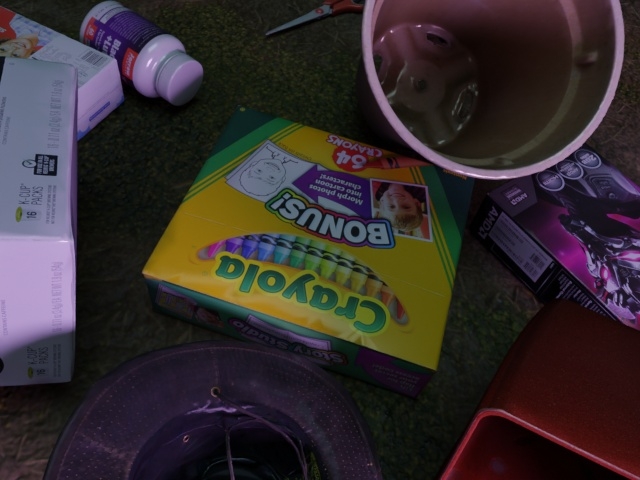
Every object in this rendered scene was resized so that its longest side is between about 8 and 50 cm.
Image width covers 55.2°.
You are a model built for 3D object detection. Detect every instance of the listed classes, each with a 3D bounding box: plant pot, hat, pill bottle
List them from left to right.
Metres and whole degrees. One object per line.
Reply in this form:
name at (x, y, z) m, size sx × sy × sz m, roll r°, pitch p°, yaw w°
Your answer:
pill bottle at (-0.290, -0.302, 1.002) m, size 0.193 × 0.108 × 0.108 m, roll 34°, pitch 56°, yaw 17°
hat at (-0.104, 0.256, 0.604) m, size 0.331 × 0.134 × 0.332 m, roll 16°, pitch 51°, yaw -21°
plant pot at (0.187, -0.250, 0.875) m, size 0.333 × 0.305 × 0.334 m, roll -1°, pitch 94°, yaw -9°
plant pot at (0.272, 0.220, 0.619) m, size 0.267 × 0.267 × 0.236 m, roll 25°, pitch 41°, yaw 13°

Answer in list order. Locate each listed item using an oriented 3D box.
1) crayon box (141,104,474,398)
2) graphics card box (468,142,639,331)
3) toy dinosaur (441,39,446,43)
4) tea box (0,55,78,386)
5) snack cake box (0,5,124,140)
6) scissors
crayon box at (0.000, 0.000, 0.825) m, size 0.362 × 0.106 × 0.313 m, roll 17°, pitch 53°, yaw 4°
graphics card box at (0.425, 0.037, 0.873) m, size 0.232 × 0.094 × 0.371 m, roll -27°, pitch 61°, yaw -25°
toy dinosaur at (0.218, -0.452, 1.123) m, size 0.164 × 0.218 × 0.322 m, roll -1°, pitch 54°, yaw -10°
tea box at (-0.431, -0.034, 0.652) m, size 0.323 × 0.220 × 0.329 m, roll 0°, pitch 42°, yaw -22°
snack cake box at (-0.465, -0.260, 0.957) m, size 0.264 × 0.089 × 0.152 m, roll 27°, pitch 56°, yaw 11°
scissors at (0.018, -0.456, 1.218) m, size 0.109 × 0.021 × 0.297 m, roll 33°, pitch 54°, yaw 13°
